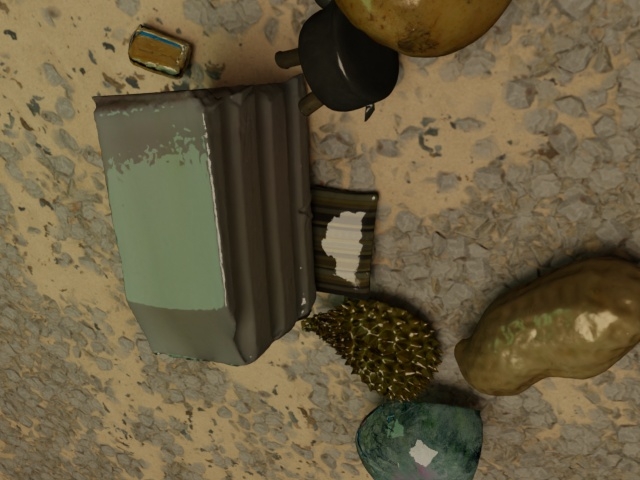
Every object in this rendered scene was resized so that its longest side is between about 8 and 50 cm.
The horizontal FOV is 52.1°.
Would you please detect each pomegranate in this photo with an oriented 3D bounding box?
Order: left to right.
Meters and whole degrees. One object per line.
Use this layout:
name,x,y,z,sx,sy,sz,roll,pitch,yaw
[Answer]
pomegranate,0.128,-0.363,0.836,0.261,0.260,0.260,10,125,15

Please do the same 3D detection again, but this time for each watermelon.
watermelon,0.186,0.458,1.365,0.188,0.175,0.321,9,131,-22

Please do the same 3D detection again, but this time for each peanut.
peanut,0.397,0.157,1.127,0.192,0.169,0.387,44,130,-16

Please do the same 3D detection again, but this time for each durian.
durian,0.115,0.204,1.294,0.306,0.166,0.172,25,90,-11

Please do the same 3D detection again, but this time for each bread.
bread,-0.281,-0.326,1.142,0.106,0.053,0.072,22,104,4

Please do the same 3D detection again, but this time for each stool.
stool,0.028,-0.295,0.998,0.139,0.227,0.153,-10,163,41

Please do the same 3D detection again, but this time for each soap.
soap,-0.162,-0.035,1.062,0.213,0.350,0.434,3,109,21

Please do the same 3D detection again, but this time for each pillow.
pillow,0.000,0.000,1.229,0.208,0.052,0.212,9,110,16
